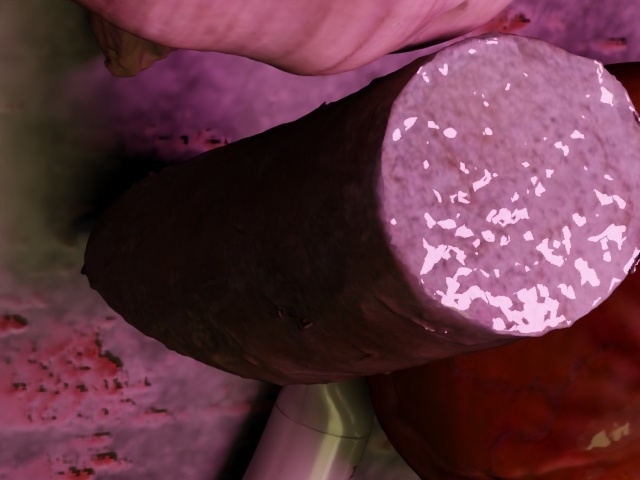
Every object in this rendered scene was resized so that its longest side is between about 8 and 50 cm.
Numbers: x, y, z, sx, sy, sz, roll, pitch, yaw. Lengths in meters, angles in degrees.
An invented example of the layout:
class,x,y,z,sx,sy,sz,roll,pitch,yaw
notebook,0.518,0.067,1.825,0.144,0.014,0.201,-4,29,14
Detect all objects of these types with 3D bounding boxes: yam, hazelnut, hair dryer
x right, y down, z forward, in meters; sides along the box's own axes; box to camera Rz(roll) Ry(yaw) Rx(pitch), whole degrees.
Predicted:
class,x,y,z,sx,sy,sz,roll,pitch,yaw
yam,0.000,0.000,0.560,0.106,0.259,0.106,5,79,-27
hazelnut,0.135,0.032,0.690,0.229,0.229,0.229,-14,123,-23
hair dryer,-0.064,0.153,0.690,0.237,0.075,0.206,-6,118,-59

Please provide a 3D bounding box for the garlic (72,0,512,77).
class,x,y,z,sx,sy,sz,roll,pitch,yaw
garlic,-0.045,-0.136,0.518,0.245,0.245,0.253,-4,151,-28
